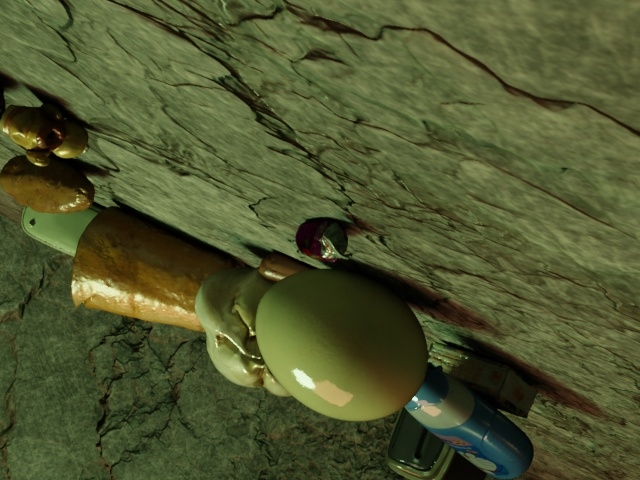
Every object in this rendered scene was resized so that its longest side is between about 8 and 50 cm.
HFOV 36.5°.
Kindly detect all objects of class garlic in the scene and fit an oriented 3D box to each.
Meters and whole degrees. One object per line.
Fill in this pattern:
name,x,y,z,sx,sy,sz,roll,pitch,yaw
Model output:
garlic,-0.069,0.154,1.480,0.281,0.185,0.203,36,-157,-12

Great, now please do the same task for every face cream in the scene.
face cream,0.209,0.262,1.419,0.149,0.083,0.264,6,153,49

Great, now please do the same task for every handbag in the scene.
handbag,-0.466,-0.008,1.978,0.241,0.109,0.315,25,173,7

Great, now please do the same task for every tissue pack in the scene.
tissue pack,0.243,0.212,1.480,0.148,0.060,0.108,14,165,43

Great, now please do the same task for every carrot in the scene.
carrot,-0.284,0.065,1.707,0.254,0.196,0.196,17,168,12

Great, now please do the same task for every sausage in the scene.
sausage,-0.010,0.065,1.396,0.176,0.047,0.040,24,132,19

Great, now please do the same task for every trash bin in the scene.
trash bin,0.287,0.482,2.316,0.182,0.209,0.290,13,169,43

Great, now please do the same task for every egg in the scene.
egg,0.025,0.132,1.260,0.241,0.186,0.186,23,169,26

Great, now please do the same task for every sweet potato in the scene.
sweet potato,-0.423,-0.084,1.524,0.251,0.097,0.097,17,166,46

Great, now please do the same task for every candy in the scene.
candy,0.000,0.000,1.078,0.045,0.043,0.175,27,173,-15

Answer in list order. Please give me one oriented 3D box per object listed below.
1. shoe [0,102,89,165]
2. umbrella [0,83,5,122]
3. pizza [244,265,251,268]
shoe,-0.327,-0.125,1.151,0.069,0.072,0.109,27,171,22
umbrella,-0.472,-0.167,1.244,0.090,0.094,0.326,47,160,-26
pizza,-0.092,0.083,1.737,0.123,0.026,0.108,26,172,-4
